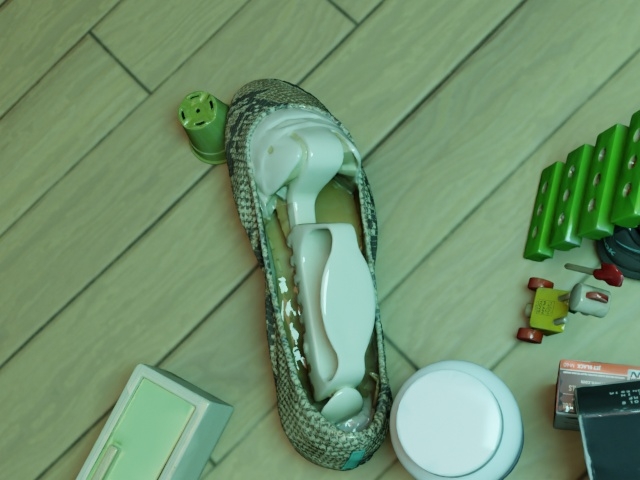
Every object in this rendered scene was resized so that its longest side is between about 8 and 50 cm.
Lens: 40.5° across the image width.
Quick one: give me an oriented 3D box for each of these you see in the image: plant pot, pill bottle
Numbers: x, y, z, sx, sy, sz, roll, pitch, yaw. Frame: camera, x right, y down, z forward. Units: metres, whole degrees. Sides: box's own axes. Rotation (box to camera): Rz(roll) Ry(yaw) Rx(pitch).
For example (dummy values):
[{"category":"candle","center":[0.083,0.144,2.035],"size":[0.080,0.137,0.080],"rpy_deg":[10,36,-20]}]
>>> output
[{"category":"plant pot","center":[-0.139,-0.148,1.080],"size":[0.083,0.079,0.083],"rpy_deg":[-4,73,12]},{"category":"pill bottle","center":[0.134,0.182,0.843],"size":[0.124,0.221,0.124],"rpy_deg":[-4,73,13]}]

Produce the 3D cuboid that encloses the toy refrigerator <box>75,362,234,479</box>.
[{"category":"toy refrigerator","center":[-0.213,0.283,0.971],"size":[0.102,0.094,0.270],"rpy_deg":[25,83,19]}]

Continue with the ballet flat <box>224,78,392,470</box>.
[{"category":"ballet flat","center":[0.000,0.000,0.947],"size":[0.163,0.182,0.483],"rpy_deg":[-6,71,-13]}]

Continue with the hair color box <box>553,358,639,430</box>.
[{"category":"hair color box","center":[0.276,0.156,0.843],"size":[0.093,0.167,0.054],"rpy_deg":[4,76,15]}]

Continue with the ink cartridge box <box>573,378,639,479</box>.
[{"category":"ink cartridge box","center":[0.340,0.290,0.746],"size":[0.175,0.069,0.371],"rpy_deg":[-11,106,16]}]

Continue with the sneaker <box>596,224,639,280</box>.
[{"category":"sneaker","center":[0.424,0.002,0.884],"size":[0.267,0.106,0.101],"rpy_deg":[-2,72,12]}]

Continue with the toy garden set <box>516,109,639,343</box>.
[{"category":"toy garden set","center":[0.272,-0.001,0.862],"size":[0.049,0.244,0.204],"rpy_deg":[16,78,-6]}]
